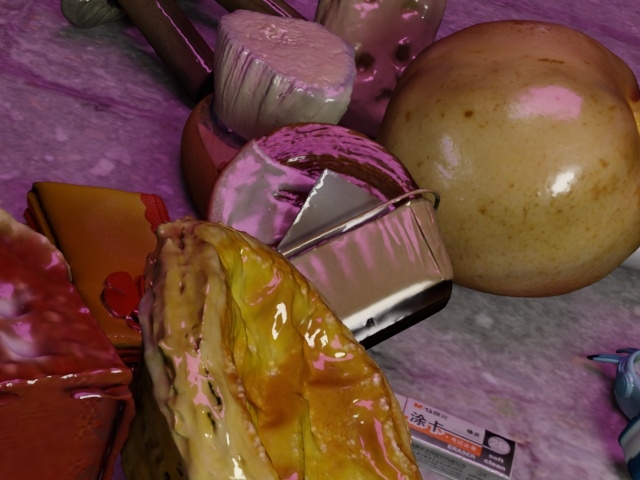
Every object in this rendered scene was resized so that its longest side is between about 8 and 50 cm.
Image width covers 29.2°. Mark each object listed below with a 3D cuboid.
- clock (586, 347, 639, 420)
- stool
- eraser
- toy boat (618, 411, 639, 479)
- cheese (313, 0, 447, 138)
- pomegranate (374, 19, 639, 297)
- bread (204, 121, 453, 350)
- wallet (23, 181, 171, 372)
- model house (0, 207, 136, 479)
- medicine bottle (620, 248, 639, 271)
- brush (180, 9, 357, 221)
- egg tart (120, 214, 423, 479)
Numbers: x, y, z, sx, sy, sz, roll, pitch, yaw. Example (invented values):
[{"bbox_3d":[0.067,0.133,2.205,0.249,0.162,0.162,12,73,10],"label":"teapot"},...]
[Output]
[{"bbox_3d":[0.337,0.148,1.219,0.108,0.045,0.147,-10,43,-39],"label":"clock"},{"bbox_3d":[-0.119,-0.362,1.486,0.226,0.310,0.310,36,37,11],"label":"stool"},{"bbox_3d":[0.109,0.176,1.070,0.122,0.029,0.052,22,33,2],"label":"eraser"},{"bbox_3d":[0.419,0.218,1.122,0.299,0.096,0.062,15,44,-12],"label":"toy boat"},{"bbox_3d":[0.073,-0.256,1.492,0.159,0.263,0.093,14,-6,-25],"label":"cheese"},{"bbox_3d":[0.214,-0.082,1.249,0.319,0.319,0.319,14,34,-10],"label":"pomegranate"},{"bbox_3d":[0.000,0.000,1.106,0.224,0.142,0.212,-26,72,-12],"label":"bread"},{"bbox_3d":[-0.173,0.031,1.097,0.141,0.067,0.241,2,37,-29],"label":"wallet"},{"bbox_3d":[-0.251,0.097,0.843,0.160,0.196,0.254,-2,38,-31],"label":"model house"},{"bbox_3d":[0.477,0.003,1.414,0.324,0.124,0.179,14,2,-11],"label":"medicine bottle"},{"bbox_3d":[-0.050,-0.109,1.276,0.174,0.166,0.267,13,36,-11],"label":"brush"},{"bbox_3d":[-0.042,0.148,0.874,0.341,0.132,0.341,50,22,-29],"label":"egg tart"}]
